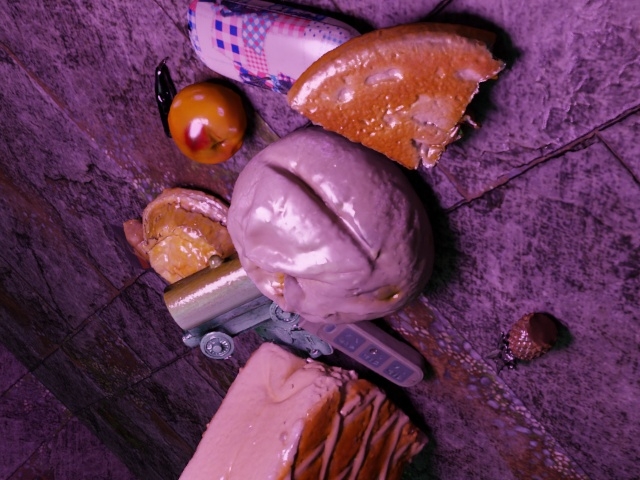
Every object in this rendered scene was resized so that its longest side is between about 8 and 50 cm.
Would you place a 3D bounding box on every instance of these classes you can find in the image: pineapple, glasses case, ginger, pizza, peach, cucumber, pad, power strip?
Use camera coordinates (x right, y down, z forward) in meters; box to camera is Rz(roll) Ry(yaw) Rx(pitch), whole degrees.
[{"bbox_3d":[0.322,0.173,1.330,0.074,0.074,0.159,39,149,4],"label":"pineapple"},{"bbox_3d":[-0.066,-0.284,1.206,0.327,0.076,0.125,20,141,28],"label":"glasses case"},{"bbox_3d":[-0.357,0.017,1.827,0.205,0.081,0.115,45,155,-3],"label":"ginger"},{"bbox_3d":[0.114,-0.188,1.094,0.289,0.081,0.229,-14,129,21],"label":"pizza"},{"bbox_3d":[-0.193,-0.202,1.382,0.138,0.138,0.138,26,143,22],"label":"peach"},{"bbox_3d":[-0.282,-0.259,1.484,0.043,0.039,0.163,5,137,13],"label":"cucumber"},{"bbox_3d":[-0.412,0.032,1.964,0.211,0.003,0.143,13,136,36],"label":"pad"},{"bbox_3d":[0.085,0.193,1.545,0.286,0.048,0.080,33,129,-16],"label":"power strip"}]

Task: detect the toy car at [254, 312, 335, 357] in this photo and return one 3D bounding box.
[{"bbox_3d":[-0.057,0.178,1.704,0.224,0.076,0.090,6,136,44],"label":"toy car"}]

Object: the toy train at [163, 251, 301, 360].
[{"bbox_3d":[-0.156,0.112,1.588,0.307,0.126,0.189,-25,127,13],"label":"toy train"}]

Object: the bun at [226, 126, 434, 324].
[{"bbox_3d":[0.000,0.000,1.329,0.365,0.219,0.365,24,143,19],"label":"bun"}]

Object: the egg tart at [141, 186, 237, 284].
[{"bbox_3d":[-0.271,0.024,1.678,0.290,0.107,0.291,14,128,18],"label":"egg tart"}]

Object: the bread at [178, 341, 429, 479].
[{"bbox_3d":[-0.033,0.457,1.662,0.279,0.390,0.371,10,150,48],"label":"bread"}]
